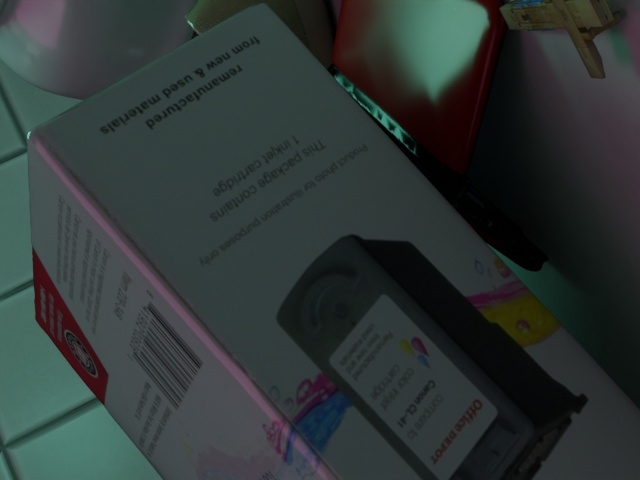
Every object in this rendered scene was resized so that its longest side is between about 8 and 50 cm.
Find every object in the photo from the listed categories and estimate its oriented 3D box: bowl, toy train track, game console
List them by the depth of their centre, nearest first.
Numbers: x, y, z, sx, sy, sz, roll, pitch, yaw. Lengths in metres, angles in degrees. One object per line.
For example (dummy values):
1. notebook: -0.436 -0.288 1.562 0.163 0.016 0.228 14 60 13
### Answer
1. toy train track: 0.083 -0.081 0.325 0.048 0.014 0.083 58 179 -15
2. game console: 0.063 -0.071 0.465 0.124 0.085 0.144 31 -166 -36
3. bowl: -0.234 -0.253 0.807 0.298 0.134 0.298 12 106 48

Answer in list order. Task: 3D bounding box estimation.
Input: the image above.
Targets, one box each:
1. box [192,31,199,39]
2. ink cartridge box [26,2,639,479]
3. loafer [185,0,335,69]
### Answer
1. box: -0.156 -0.238 1.008 0.395 0.097 0.318 60 172 23
2. ink cartridge box: 0.003 0.080 0.452 0.306 0.131 0.226 48 152 7
3. loafer: -0.031 -0.095 0.692 0.102 0.092 0.268 55 168 43
